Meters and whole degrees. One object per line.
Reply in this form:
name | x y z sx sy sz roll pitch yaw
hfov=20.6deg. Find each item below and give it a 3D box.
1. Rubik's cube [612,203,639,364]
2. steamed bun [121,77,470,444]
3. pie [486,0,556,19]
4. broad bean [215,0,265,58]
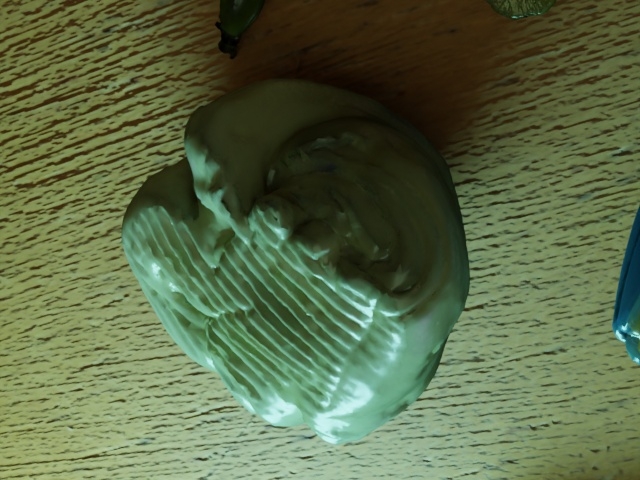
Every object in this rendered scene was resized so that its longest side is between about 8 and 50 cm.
Rubik's cube | 0.480 -0.026 1.487 0.347 0.351 0.352 28 120 0
steamed bun | 0.000 0.000 1.716 0.339 0.247 0.352 40 141 12
pie | 0.187 -0.244 1.645 0.084 0.020 0.084 8 121 14
broad bean | -0.085 -0.310 1.660 0.075 0.067 0.325 15 120 32
